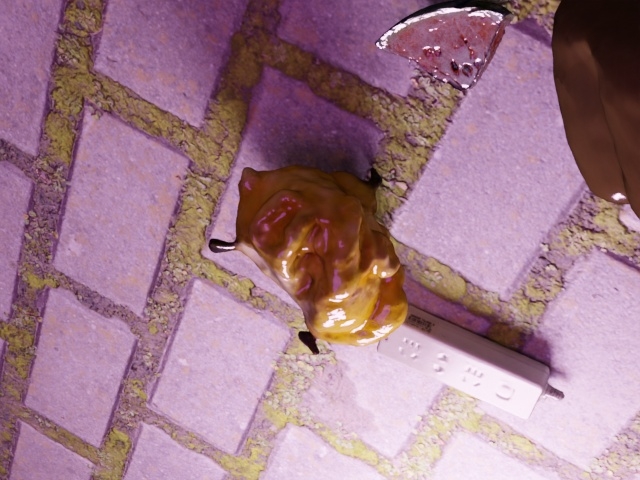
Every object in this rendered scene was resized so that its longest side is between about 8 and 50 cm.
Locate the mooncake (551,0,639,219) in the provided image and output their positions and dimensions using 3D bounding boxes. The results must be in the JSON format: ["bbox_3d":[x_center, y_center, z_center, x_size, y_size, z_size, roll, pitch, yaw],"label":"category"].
[{"bbox_3d":[0.483,-0.176,1.097,0.467,0.467,0.262,-2,119,29],"label":"mooncake"}]

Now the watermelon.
[{"bbox_3d":[0.178,-0.270,1.441,0.187,0.071,0.139,-7,128,22],"label":"watermelon"}]

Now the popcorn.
[{"bbox_3d":[0.000,0.000,1.639,0.297,0.281,0.316,42,179,43],"label":"popcorn"}]

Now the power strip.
[{"bbox_3d":[0.248,0.205,1.775,0.338,0.058,0.098,23,132,10],"label":"power strip"}]
